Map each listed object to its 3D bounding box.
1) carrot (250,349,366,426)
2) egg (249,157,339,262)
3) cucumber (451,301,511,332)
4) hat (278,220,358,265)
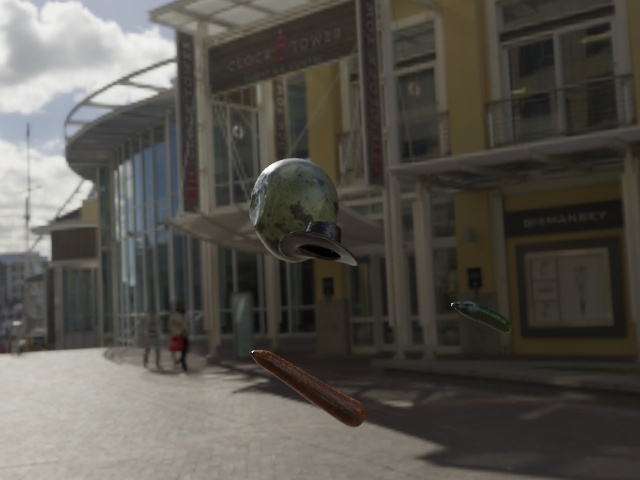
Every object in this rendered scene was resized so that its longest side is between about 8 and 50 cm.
[{"bbox_3d":[-0.015,0.199,1.085,0.190,0.037,0.037,35,-16,-15],"label":"carrot"},{"bbox_3d":[-0.041,-0.045,1.244,0.141,0.182,0.141,-1,-38,-1],"label":"egg"},{"bbox_3d":[0.336,0.153,1.633,0.155,0.037,0.037,24,-13,-18],"label":"cucumber"},{"bbox_3d":[0.000,0.000,1.119,0.121,0.050,0.121,9,-19,3],"label":"hat"}]
